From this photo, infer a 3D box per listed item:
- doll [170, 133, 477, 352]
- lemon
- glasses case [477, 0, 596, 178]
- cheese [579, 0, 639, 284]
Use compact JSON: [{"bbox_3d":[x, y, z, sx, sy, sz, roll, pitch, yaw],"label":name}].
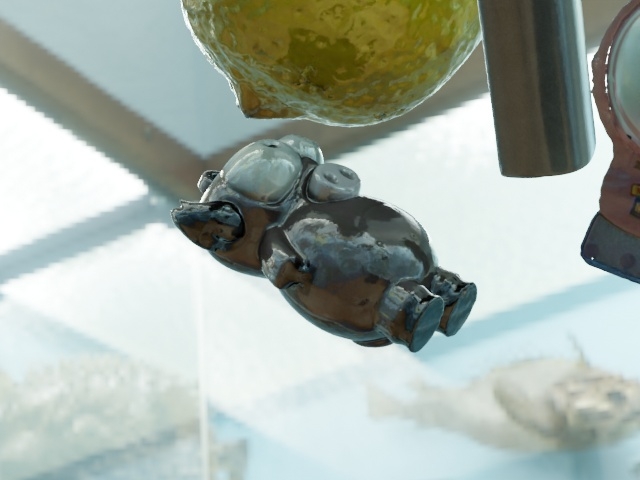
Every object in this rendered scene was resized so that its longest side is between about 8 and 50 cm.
[{"bbox_3d":[0.000,0.003,1.491,0.182,0.257,0.117,-14,-44,-56],"label":"doll"},{"bbox_3d":[0.024,-0.270,1.667,0.336,0.336,0.336,-3,-29,-2],"label":"lemon"},{"bbox_3d":[0.103,-0.127,0.856,0.042,0.072,0.191,0,-64,23],"label":"glasses case"},{"bbox_3d":[0.306,-0.098,1.488,0.188,0.074,0.286,21,-76,2],"label":"cheese"}]
